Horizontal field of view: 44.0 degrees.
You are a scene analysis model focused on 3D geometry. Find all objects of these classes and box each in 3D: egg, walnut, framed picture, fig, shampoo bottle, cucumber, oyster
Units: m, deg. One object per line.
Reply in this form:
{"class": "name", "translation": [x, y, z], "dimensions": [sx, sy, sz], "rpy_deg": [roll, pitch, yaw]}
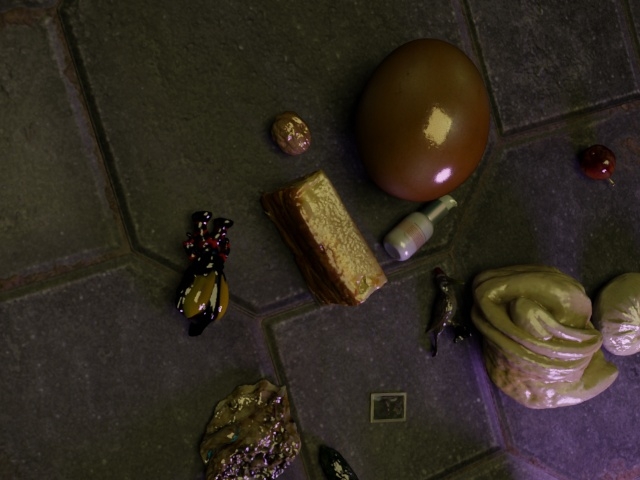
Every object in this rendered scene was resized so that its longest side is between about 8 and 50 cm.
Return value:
{"class": "egg", "translation": [0.215, -0.254, 1.680], "dimensions": [0.283, 0.282, 0.351], "rpy_deg": [9, 80, -22]}
{"class": "walnut", "translation": [-0.063, -0.228, 1.677], "dimensions": [0.096, 0.082, 0.079], "rpy_deg": [49, 40, -18]}
{"class": "framed picture", "translation": [0.151, 0.372, 1.768], "dimensions": [0.089, 0.007, 0.066], "rpy_deg": [3, 86, -22]}
{"class": "fig", "translation": [0.707, -0.181, 1.998], "dimensions": [0.089, 0.089, 0.125], "rpy_deg": [-56, 134, -15]}
{"class": "shampoo bottle", "translation": [0.225, -0.036, 1.785], "dimensions": [0.192, 0.074, 0.074], "rpy_deg": [-43, 103, -20]}
{"class": "cucumber", "translation": [0.069, 0.544, 1.694], "dimensions": [0.067, 0.067, 0.245], "rpy_deg": [-34, 101, -20]}
{"class": "oyster", "translation": [-0.140, 0.399, 1.612], "dimensions": [0.214, 0.083, 0.222], "rpy_deg": [-3, 82, -25]}

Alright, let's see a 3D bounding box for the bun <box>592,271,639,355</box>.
{"class": "bun", "translation": [0.785, 0.184, 1.975], "dimensions": [0.222, 0.127, 0.222], "rpy_deg": [2, 85, -25]}

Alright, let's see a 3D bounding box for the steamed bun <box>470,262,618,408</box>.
{"class": "steamed bun", "translation": [0.516, 0.208, 1.798], "dimensions": [0.325, 0.230, 0.372], "rpy_deg": [-31, 95, -37]}

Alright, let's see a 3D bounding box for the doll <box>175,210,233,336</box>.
{"class": "doll", "translation": [-0.230, 0.069, 1.586], "dimensions": [0.127, 0.088, 0.248], "rpy_deg": [15, 78, -21]}

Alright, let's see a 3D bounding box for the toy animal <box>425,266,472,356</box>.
{"class": "toy animal", "translation": [0.286, 0.160, 1.805], "dimensions": [0.105, 0.070, 0.202], "rpy_deg": [-8, 89, 11]}

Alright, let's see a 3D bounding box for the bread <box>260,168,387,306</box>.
{"class": "bread", "translation": [0.000, 0.000, 1.634], "dimensions": [0.114, 0.185, 0.274], "rpy_deg": [-34, 101, -24]}
